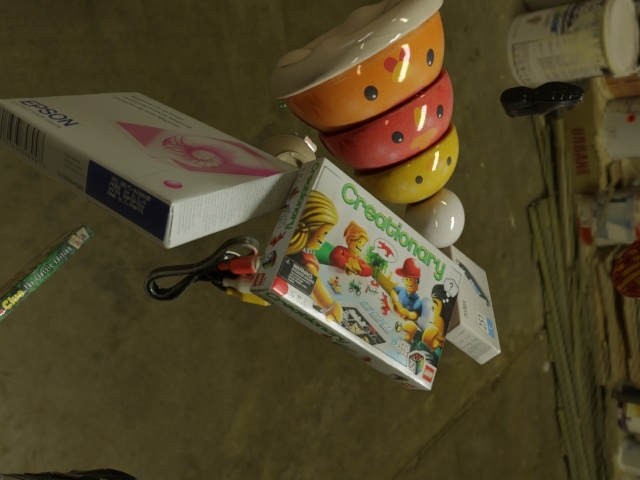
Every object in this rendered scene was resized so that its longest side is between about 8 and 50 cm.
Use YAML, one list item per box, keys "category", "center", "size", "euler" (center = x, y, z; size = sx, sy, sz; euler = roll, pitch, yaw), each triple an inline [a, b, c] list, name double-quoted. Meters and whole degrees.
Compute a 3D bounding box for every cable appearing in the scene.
- category: "cable"
  center: [-0.205, 0.065, 1.211]
  size: [0.072, 0.287, 0.139]
  euler: [-80, 161, -51]

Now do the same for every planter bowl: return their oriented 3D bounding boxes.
- category: "planter bowl"
  center: [-0.079, -0.168, 1.581]
  size: [0.162, 0.109, 0.162]
  euler: [-2, 103, -10]

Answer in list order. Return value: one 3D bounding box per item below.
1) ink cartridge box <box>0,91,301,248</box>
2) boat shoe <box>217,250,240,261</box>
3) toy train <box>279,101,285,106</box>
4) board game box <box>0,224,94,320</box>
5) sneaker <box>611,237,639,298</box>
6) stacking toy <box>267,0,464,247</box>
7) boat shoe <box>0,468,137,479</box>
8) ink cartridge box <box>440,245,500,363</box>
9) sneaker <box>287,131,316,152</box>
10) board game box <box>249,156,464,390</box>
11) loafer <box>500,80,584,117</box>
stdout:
- category: "ink cartridge box"
  center: [-0.200, -0.121, 0.903]
  size: [0.330, 0.324, 0.071]
  euler: [-25, 136, -53]
- category: "boat shoe"
  center: [-0.180, 0.055, 1.332]
  size: [0.133, 0.049, 0.042]
  euler: [70, 17, -66]
- category: "toy train"
  center: [-0.080, -0.405, 1.952]
  size: [0.083, 0.023, 0.017]
  euler: [-14, 119, -6]
- category: "board game box"
  center: [-0.496, 0.074, 1.098]
  size: [0.030, 0.136, 0.259]
  euler: [54, 54, -22]
- category: "sneaker"
  center: [0.356, 0.010, 0.621]
  size: [0.067, 0.175, 0.064]
  euler: [7, 60, -34]
- category: "stacking toy"
  center: [0.155, -0.196, 1.265]
  size: [0.350, 0.350, 0.480]
  euler: [-46, 114, -36]
- category: "boat shoe"
  center: [-0.516, 0.496, 1.268]
  size: [0.158, 0.340, 0.127]
  euler: [-15, 114, -88]
- category: "ink cartridge box"
  center: [0.303, 0.115, 1.593]
  size: [0.261, 0.066, 0.296]
  euler: [35, 32, -20]
- category: "sneaker"
  center: [-0.060, -0.284, 1.987]
  size: [0.070, 0.134, 0.051]
  euler: [41, 80, -32]
- category: "board game box"
  center: [0.064, 0.054, 0.901]
  size: [0.305, 0.053, 0.193]
  euler: [35, 63, -30]
- category: "loafer"
  center: [0.471, -0.294, 1.409]
  size: [0.061, 0.170, 0.062]
  euler: [56, 49, -45]
